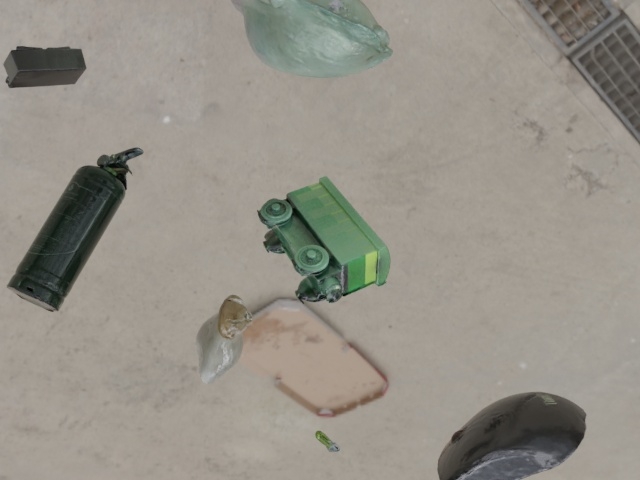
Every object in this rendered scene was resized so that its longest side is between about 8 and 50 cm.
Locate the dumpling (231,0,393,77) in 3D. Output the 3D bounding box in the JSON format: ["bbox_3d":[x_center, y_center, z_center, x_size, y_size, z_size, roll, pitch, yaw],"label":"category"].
[{"bbox_3d":[-0.024,-0.254,0.746,0.216,0.105,0.149,23,156,29],"label":"dumpling"}]

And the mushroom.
[{"bbox_3d":[-0.176,0.179,1.252,0.093,0.116,0.225,18,136,-17],"label":"mushroom"}]

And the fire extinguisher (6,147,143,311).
[{"bbox_3d":[-0.414,-0.033,1.159,0.114,0.311,0.095,8,155,36],"label":"fire extinguisher"}]

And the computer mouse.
[{"bbox_3d":[0.317,0.336,1.156,0.269,0.170,0.100,-35,89,30],"label":"computer mouse"}]

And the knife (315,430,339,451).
[{"bbox_3d":[0.015,0.447,1.482,0.026,0.022,0.184,-9,151,11],"label":"knife"}]

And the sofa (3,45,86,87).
[{"bbox_3d":[-0.575,-0.364,1.392,0.147,0.060,0.085,-16,175,-40],"label":"sofa"}]

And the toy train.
[{"bbox_3d":[0.000,0.000,1.396,0.202,0.301,0.120,-20,137,-19],"label":"toy train"}]
